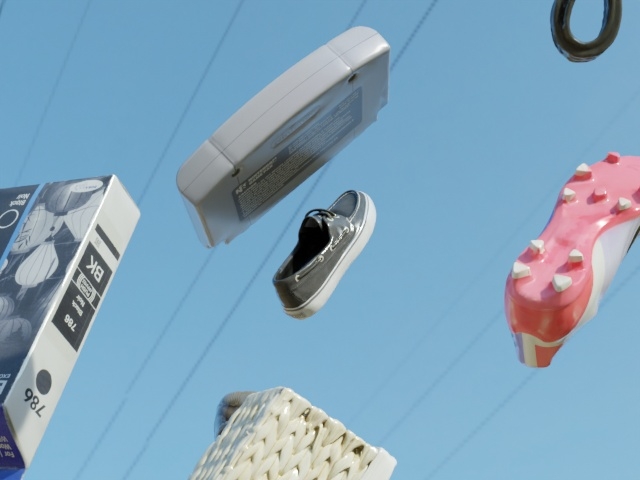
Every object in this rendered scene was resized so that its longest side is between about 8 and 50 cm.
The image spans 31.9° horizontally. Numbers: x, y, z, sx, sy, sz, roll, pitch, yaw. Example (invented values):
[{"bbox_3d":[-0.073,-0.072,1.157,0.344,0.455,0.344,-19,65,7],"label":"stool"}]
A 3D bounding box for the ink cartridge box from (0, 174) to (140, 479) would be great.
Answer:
[{"bbox_3d":[-0.290,0.083,0.990,0.165,0.332,0.065,-5,-43,23],"label":"ink cartridge box"}]

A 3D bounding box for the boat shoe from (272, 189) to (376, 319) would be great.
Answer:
[{"bbox_3d":[0.000,0.000,1.470,0.080,0.228,0.076,-2,-48,40],"label":"boat shoe"}]

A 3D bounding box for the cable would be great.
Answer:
[{"bbox_3d":[0.270,-0.319,1.102,0.140,0.287,0.072,-8,1,-5],"label":"cable"}]

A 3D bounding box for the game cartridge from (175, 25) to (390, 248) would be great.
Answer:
[{"bbox_3d":[-0.040,-0.122,1.325,0.297,0.062,0.198,-40,-21,-12],"label":"game cartridge"}]

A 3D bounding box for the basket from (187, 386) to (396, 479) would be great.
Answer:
[{"bbox_3d":[-0.044,0.195,0.799,0.103,0.167,0.113,40,-22,-8],"label":"basket"}]

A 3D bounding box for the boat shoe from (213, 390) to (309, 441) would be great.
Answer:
[{"bbox_3d":[-0.037,0.299,1.167,0.132,0.130,0.355,-2,-47,13],"label":"boat shoe"}]

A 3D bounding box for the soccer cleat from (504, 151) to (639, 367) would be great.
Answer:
[{"bbox_3d":[0.229,0.009,0.965,0.083,0.248,0.095,20,-47,28],"label":"soccer cleat"}]
